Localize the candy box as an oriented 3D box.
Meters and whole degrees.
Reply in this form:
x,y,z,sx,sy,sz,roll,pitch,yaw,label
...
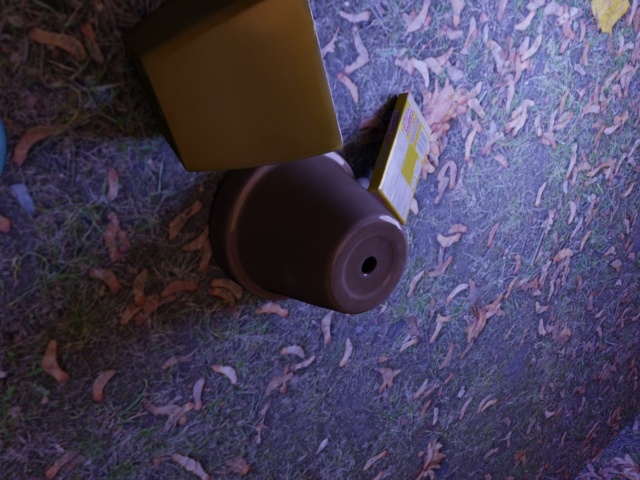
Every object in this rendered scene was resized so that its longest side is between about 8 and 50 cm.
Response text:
x,y,z,sx,sy,sz,roll,pitch,yaw,label
0.137,-0.139,1.047,0.105,0.027,0.205,46,54,-41,candy box

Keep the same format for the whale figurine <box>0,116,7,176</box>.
x,y,z,sx,sy,sz,roll,pitch,yaw,label
-0.431,-0.120,0.569,0.272,0.141,0.216,36,69,-31,whale figurine

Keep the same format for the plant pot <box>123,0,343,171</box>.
x,y,z,sx,sy,sz,roll,pitch,yaw,label
-0.118,-0.200,0.762,0.187,0.212,0.212,-26,125,-12,plant pot

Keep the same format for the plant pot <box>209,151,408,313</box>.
x,y,z,sx,sy,sz,roll,pitch,yaw,label
0.000,0.000,0.922,0.263,0.229,0.263,-18,121,-32,plant pot
